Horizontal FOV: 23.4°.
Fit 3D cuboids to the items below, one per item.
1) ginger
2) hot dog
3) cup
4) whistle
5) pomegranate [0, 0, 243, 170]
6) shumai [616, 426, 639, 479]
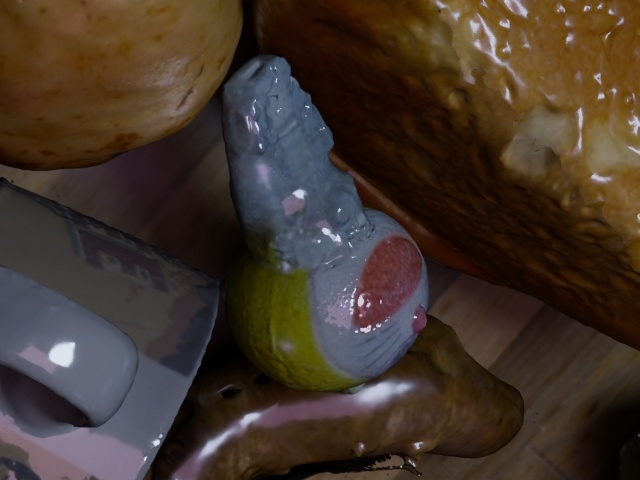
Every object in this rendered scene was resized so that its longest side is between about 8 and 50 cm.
[{"bbox_3d":[-0.010,0.121,0.980,0.309,0.107,0.133,-21,93,-15],"label":"ginger"},{"bbox_3d":[0.118,-0.090,0.907,0.405,0.223,0.185,42,66,-20],"label":"hot dog"},{"bbox_3d":[-0.205,0.056,0.812,0.257,0.301,0.227,29,71,-13],"label":"cup"},{"bbox_3d":[0.000,0.000,0.869,0.123,0.123,0.223,-23,123,-11],"label":"whistle"},{"bbox_3d":[-0.144,-0.161,0.814,0.248,0.248,0.248,-4,103,-16],"label":"pomegranate"},{"bbox_3d":[0.390,0.193,1.046,0.288,0.292,0.330,-36,88,-14],"label":"shumai"}]
